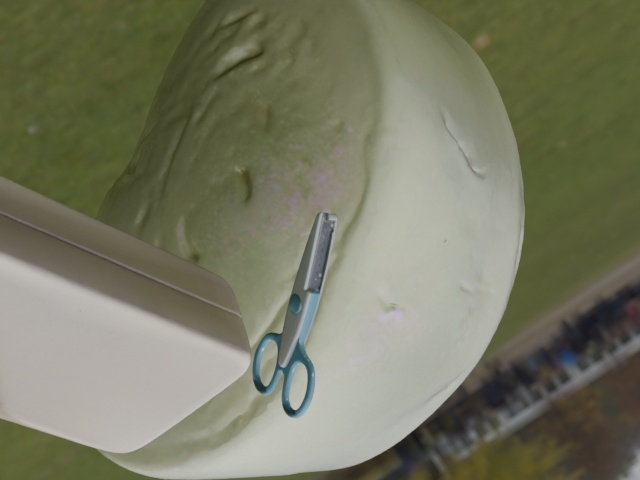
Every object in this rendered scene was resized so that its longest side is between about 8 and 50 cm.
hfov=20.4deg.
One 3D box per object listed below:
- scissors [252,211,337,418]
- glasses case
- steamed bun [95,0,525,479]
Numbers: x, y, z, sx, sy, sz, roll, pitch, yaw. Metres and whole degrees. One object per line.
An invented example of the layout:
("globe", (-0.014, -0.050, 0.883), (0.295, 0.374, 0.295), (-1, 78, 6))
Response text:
("scissors", (-0.012, 0.039, 1.010), (0.014, 0.058, 0.119), (3, 109, -38))
("glasses case", (-0.201, 0.043, 1.161), (0.144, 0.076, 0.336), (-36, 142, 22))
("steamed bun", (0.000, 0.000, 1.560), (0.371, 0.290, 0.456), (10, 101, -66))
